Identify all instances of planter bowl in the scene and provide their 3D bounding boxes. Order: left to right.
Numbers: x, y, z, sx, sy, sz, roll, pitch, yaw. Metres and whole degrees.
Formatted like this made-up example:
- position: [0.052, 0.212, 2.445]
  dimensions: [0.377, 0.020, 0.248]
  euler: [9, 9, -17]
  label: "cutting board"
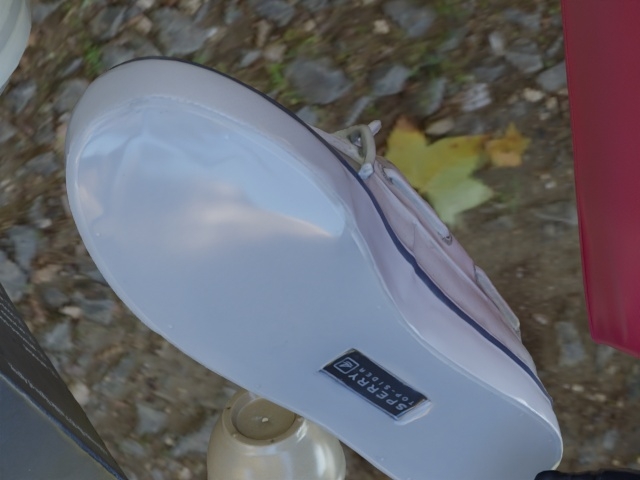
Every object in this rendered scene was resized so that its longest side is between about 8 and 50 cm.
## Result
- position: [-0.057, 0.230, 1.652]
  dimensions: [0.162, 0.162, 0.109]
  euler: [-23, 135, -14]
  label: "planter bowl"

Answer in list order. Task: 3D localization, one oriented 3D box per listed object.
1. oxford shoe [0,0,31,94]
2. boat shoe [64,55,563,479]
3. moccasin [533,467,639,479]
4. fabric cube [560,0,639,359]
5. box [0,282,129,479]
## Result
- position: [-0.233, -0.061, 0.675]
  dimensions: [0.169, 0.449, 0.130]
  euler: [-32, 112, -25]
  label: "oxford shoe"
- position: [0.008, -0.003, 0.792]
  dimensions: [0.136, 0.156, 0.367]
  euler: [-33, 129, 25]
  label: "boat shoe"
- position: [0.148, 0.246, 0.879]
  dimensions: [0.116, 0.138, 0.342]
  euler: [17, 127, 11]
  label: "moccasin"
- position: [0.288, -0.064, 0.783]
  dimensions: [0.259, 0.258, 0.254]
  euler: [-5, 92, -4]
  label: "fabric cube"
- position: [-0.500, 0.100, 1.517]
  dimensions: [0.297, 0.480, 0.472]
  euler: [-38, 57, -6]
  label: "box"
